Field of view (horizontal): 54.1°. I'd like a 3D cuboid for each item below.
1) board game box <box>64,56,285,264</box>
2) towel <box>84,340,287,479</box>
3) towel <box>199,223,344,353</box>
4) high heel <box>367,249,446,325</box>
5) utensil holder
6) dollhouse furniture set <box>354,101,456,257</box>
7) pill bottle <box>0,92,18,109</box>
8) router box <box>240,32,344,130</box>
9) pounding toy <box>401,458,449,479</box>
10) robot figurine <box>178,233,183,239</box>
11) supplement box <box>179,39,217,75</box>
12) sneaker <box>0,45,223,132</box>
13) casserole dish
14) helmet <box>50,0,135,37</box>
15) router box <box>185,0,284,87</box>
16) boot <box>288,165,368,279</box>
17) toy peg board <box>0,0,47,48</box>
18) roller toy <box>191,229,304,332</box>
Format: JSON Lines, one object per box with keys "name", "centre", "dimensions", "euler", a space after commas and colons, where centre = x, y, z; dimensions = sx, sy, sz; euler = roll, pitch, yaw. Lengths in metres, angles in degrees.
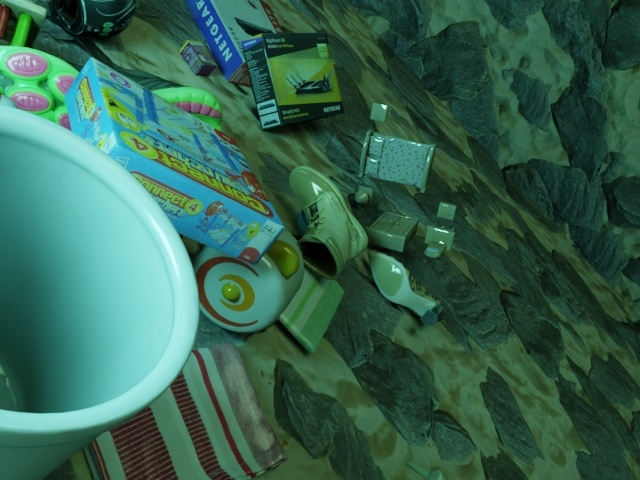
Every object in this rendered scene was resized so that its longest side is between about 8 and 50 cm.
{"name": "board game box", "centre": [-0.240, -0.128, 1.017], "dimensions": [0.308, 0.086, 0.302], "euler": [26, 21, -40]}
{"name": "towel", "centre": [-0.210, 0.287, 0.978], "dimensions": [0.329, 0.037, 0.237], "euler": [-3, 59, -53]}
{"name": "towel", "centre": [-0.093, 0.063, 1.365], "dimensions": [0.325, 0.038, 0.248], "euler": [47, 32, -8]}
{"name": "high heel", "centre": [0.229, 0.124, 1.690], "dimensions": [0.261, 0.093, 0.186], "euler": [48, 12, 12]}
{"name": "utensil holder", "centre": [-0.365, 0.109, 0.632], "dimensions": [0.328, 0.385, 0.327], "euler": [32, 37, -27]}
{"name": "dollhouse furniture set", "centre": [0.237, -0.163, 1.701], "dimensions": [0.303, 0.355, 0.174], "euler": [16, 25, 18]}
{"name": "pill bottle", "centre": [-0.596, -0.181, 0.836], "dimensions": [0.323, 0.181, 0.181], "euler": [26, 39, -34]}
{"name": "router box", "centre": [-0.070, -0.453, 1.764], "dimensions": [0.309, 0.081, 0.243], "euler": [-26, 106, -51]}
{"name": "pounding toy", "centre": [0.158, 0.474, 1.085], "dimensions": [0.094, 0.206, 0.181], "euler": [48, 31, -5]}
{"name": "robot figurine", "centre": [-0.353, -0.044, 1.006], "dimensions": [0.278, 0.209, 0.173], "euler": [24, 9, -36]}
{"name": "supplement box", "centre": [-0.318, -0.474, 1.630], "dimensions": [0.083, 0.043, 0.055], "euler": [56, 31, 11]}
{"name": "sneaker", "centre": [-0.425, -0.243, 1.171], "dimensions": [0.483, 0.185, 0.202], "euler": [6, 13, -39]}
{"name": "casserole dish", "centre": [0.000, 0.000, 1.545], "dimensions": [0.114, 0.037, 0.188], "euler": [5, 54, -50]}
{"name": "helmet", "centre": [-0.485, -0.528, 1.364], "dimensions": [0.161, 0.169, 0.169], "euler": [-34, 85, -43]}
{"name": "router box", "centre": [-0.211, -0.592, 1.853], "dimensions": [0.301, 0.082, 0.335], "euler": [-3, 60, -53]}
{"name": "boot", "centre": [-0.011, -0.044, 1.456], "dimensions": [0.262, 0.095, 0.203], "euler": [54, 32, -3]}
{"name": "toy peg board", "centre": [-0.584, -0.372, 1.096], "dimensions": [0.161, 0.161, 0.079], "euler": [16, 75, -32]}
{"name": "roller toy", "centre": [-0.135, 0.066, 1.149], "dimensions": [0.209, 0.191, 0.146], "euler": [12, 29, 14]}
